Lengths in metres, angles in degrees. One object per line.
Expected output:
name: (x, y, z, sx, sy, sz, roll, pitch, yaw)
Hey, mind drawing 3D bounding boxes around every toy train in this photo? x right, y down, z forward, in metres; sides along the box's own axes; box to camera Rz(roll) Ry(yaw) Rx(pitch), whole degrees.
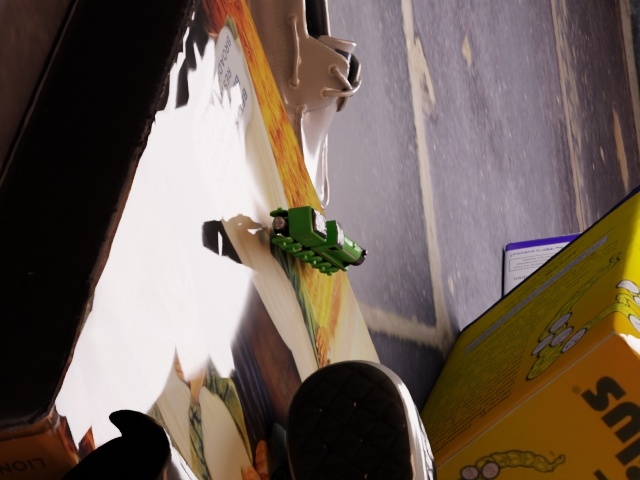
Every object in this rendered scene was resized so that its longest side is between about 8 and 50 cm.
toy train: (0.000, 0.000, 0.796, 0.083, 0.023, 0.017, 33, 50, -68)

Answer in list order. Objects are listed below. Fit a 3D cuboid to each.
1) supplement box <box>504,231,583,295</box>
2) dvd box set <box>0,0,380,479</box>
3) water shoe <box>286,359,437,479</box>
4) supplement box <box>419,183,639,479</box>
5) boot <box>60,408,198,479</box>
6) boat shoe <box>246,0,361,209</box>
supplement box: (0.224, 0.110, 1.585, 0.220, 0.114, 0.111, -84, 160, -44)
dvd box set: (-0.029, 0.121, 0.790, 0.308, 0.062, 0.420, -78, 154, -50)
water shoe: (0.031, 0.151, 0.742, 0.080, 0.073, 0.203, 43, 42, -67)
supplement box: (0.200, 0.129, 1.222, 0.194, 0.195, 0.356, 48, 21, -4)
boot: (-0.076, 0.162, 0.553, 0.137, 0.076, 0.198, 55, 52, -37)
boat shoe: (-0.011, -0.097, 0.961, 0.066, 0.063, 0.184, 3, 79, -74)
